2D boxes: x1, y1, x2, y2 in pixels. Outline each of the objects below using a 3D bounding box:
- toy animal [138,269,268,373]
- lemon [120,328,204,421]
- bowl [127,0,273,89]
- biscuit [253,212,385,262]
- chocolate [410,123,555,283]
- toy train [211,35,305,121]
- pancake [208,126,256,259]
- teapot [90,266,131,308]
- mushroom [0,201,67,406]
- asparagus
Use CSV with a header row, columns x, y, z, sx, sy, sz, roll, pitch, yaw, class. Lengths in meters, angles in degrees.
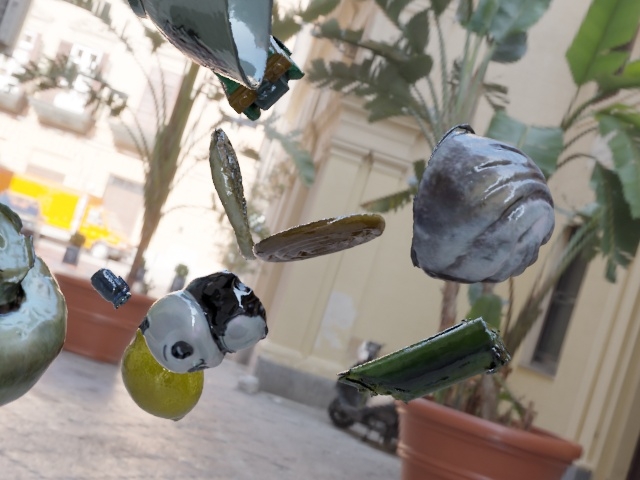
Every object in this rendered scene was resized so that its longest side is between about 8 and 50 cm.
x,y,z,sx,sy,sz,roll,pitch,yaw,class
-0.175,0.133,1.320,0.138,0.179,0.166,49,-16,36,toy animal
-0.358,0.304,1.972,0.187,0.244,0.187,-20,13,5,lemon
-0.161,-0.359,1.098,0.158,0.337,0.337,-1,-5,6,bowl
0.000,0.001,1.635,0.262,0.037,0.262,-14,-10,-3,biscuit
0.324,-0.050,1.600,0.213,0.303,0.303,17,-3,32,chocolate
-0.193,-0.439,2.015,0.249,0.178,0.429,42,11,-31,toy train
-0.217,-0.118,2.143,0.065,0.356,0.356,-11,-3,-1,pancake
-0.416,0.090,1.736,0.083,0.063,0.049,45,10,5,teapot
-0.501,0.072,1.165,0.352,0.260,0.352,43,22,-22,mushroom
0.217,0.279,1.873,0.382,0.128,0.108,-25,-4,19,asparagus
